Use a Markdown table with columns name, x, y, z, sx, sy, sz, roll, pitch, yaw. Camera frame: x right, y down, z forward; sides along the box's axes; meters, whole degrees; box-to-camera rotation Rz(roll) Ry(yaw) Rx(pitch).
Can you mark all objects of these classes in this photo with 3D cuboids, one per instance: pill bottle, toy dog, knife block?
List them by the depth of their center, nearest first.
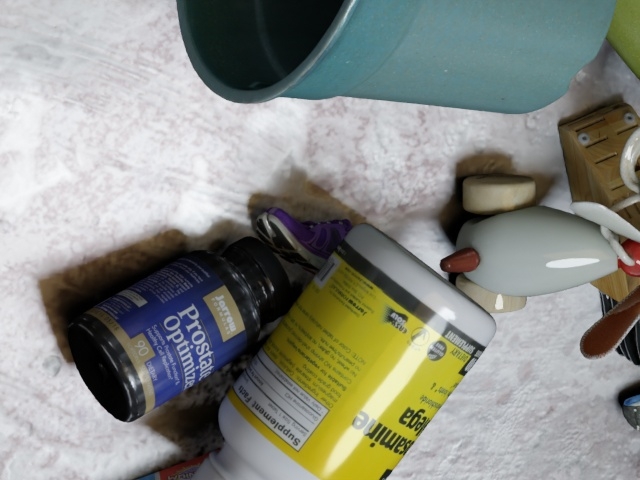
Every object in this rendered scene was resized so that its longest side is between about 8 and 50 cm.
| name | x | y | z | sx | sy | sz | roll | pitch | yaw |
| --- | --- | --- | --- | --- | --- | --- | --- | --- | --- |
| pill bottle | -0.141 | 0.085 | 1.767 | 0.219 | 0.123 | 0.123 | -31 | 118 | -26 |
| pill bottle | 0.016 | 0.164 | 1.775 | 0.188 | 0.188 | 0.334 | 35 | 94 | -29 |
| toy dog | 0.263 | 0.017 | 1.831 | 0.161 | 0.334 | 0.220 | -24 | 96 | -54 |
| knife block | 0.360 | 0.009 | 2.006 | 0.088 | 0.242 | 0.275 | -23 | 70 | -17 |

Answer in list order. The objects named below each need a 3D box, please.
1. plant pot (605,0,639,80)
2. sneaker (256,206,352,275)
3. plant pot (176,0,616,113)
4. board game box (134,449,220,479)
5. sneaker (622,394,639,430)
| name | x | y | z | sx | sy | sz | roll | pitch | yaw |
| --- | --- | --- | --- | --- | --- | --- | --- | --- | --- |
| plant pot | 0.382 | -0.296 | 1.823 | 0.293 | 0.275 | 0.275 | 35 | 91 | -12 |
| sneaker | 0.000 | 0.000 | 1.855 | 0.170 | 0.068 | 0.071 | 30 | 80 | -38 |
| plant pot | 0.088 | -0.272 | 1.657 | 0.334 | 0.341 | 0.341 | 9 | 103 | -34 |
| board game box | -0.184 | 0.418 | 1.903 | 0.242 | 0.064 | 0.316 | -18 | 114 | -17 |
| sneaker | 0.444 | 0.190 | 2.102 | 0.162 | 0.073 | 0.063 | -13 | 129 | -12 |
